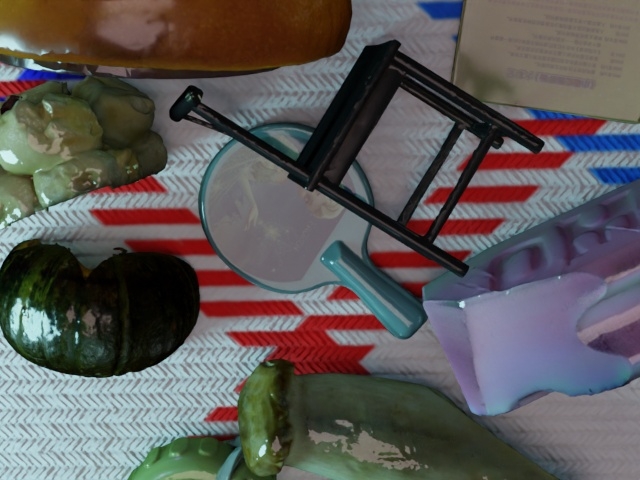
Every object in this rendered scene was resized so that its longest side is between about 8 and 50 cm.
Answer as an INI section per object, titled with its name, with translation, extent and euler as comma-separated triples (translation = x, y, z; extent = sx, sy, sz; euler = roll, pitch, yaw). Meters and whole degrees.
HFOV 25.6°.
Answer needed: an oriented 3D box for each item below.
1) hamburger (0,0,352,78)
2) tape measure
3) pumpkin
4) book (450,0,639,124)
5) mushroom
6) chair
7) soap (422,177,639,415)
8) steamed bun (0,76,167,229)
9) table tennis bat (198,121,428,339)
[hamburger]
translation = -0.124, -0.257, 1.026
extent = 0.330, 0.330, 0.250
euler = 3, 105, 2
[tape measure]
translation = -0.110, 0.258, 1.292
extent = 0.154, 0.087, 0.177
euler = 6, 104, 2
[pumpkin]
translation = -0.204, 0.064, 1.232
extent = 0.183, 0.107, 0.119
euler = 2, 112, 4
[book]
translation = 0.204, -0.201, 1.178
extent = 0.168, 0.013, 0.192
euler = 8, 107, 1
[mushroom]
translation = 0.088, 0.183, 1.257
extent = 0.333, 0.087, 0.107
euler = 12, 80, -7
[chair]
translation = 0.023, -0.093, 1.139
extent = 0.260, 0.154, 0.141
euler = 31, 91, -9
[soap]
translation = 0.248, 0.031, 1.153
extent = 0.324, 0.193, 0.109
euler = -26, 102, 11
[steamed bun]
translation = -0.232, -0.077, 1.163
extent = 0.192, 0.177, 0.106
euler = -17, 96, 22
[table tennis bat]
translation = 0.000, 0.000, 1.238
extent = 0.237, 0.038, 0.149
euler = 43, 99, -7
